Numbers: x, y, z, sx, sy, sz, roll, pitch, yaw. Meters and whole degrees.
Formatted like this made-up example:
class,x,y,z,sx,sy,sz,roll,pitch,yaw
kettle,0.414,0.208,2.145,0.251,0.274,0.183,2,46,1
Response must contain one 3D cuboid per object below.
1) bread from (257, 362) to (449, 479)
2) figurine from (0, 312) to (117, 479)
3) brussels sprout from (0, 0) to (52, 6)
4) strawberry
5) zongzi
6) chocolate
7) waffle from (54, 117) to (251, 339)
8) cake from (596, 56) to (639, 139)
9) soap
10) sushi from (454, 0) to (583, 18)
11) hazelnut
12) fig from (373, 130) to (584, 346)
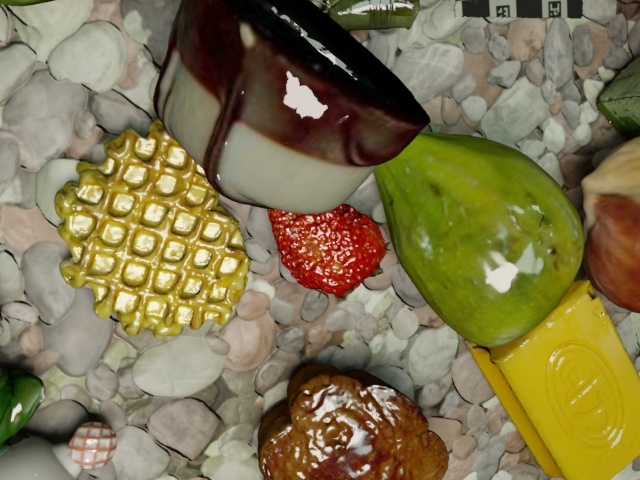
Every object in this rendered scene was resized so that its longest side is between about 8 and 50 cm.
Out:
class,x,y,z,sx,sy,sz,roll,pitch,yaw
bread,0.027,0.282,0.719,0.232,0.135,0.247,-46,110,-4
figurine,-0.370,0.240,0.577,0.281,0.167,0.370,-9,94,-20
brussels sprout,-0.285,-0.382,0.399,0.361,0.343,0.425,-34,151,29
strawberry,0.004,-0.002,0.666,0.131,0.131,0.148,-35,90,-8
zongzi,0.041,-0.322,0.667,0.154,0.062,0.131,-4,79,0
chocolate,-0.045,-0.141,0.552,0.283,0.284,0.186,34,112,-20
waffle,-0.178,-0.007,0.643,0.249,0.056,0.253,-39,107,-7
cake,0.533,-0.176,0.808,0.235,0.100,0.099,35,89,-20
soap,0.386,0.223,0.840,0.204,0.096,0.325,-38,109,-7
sushi,0.284,-0.401,0.714,0.215,0.050,0.192,-6,102,-16
hazelnut,0.462,-0.023,0.738,0.241,0.261,0.261,20,94,6
fig,0.180,-0.028,0.659,0.233,0.233,0.314,-42,115,-6
